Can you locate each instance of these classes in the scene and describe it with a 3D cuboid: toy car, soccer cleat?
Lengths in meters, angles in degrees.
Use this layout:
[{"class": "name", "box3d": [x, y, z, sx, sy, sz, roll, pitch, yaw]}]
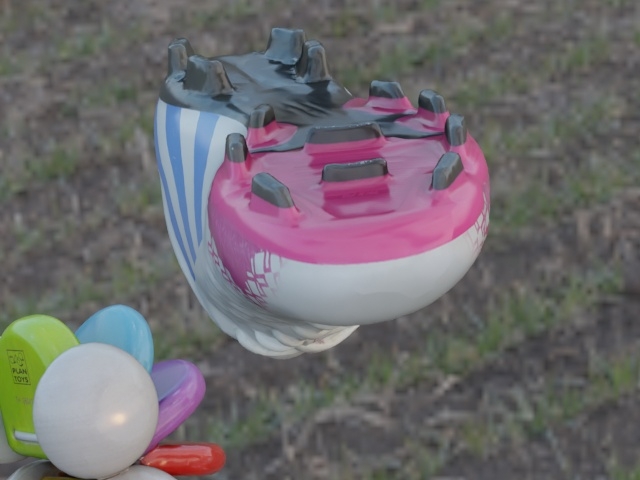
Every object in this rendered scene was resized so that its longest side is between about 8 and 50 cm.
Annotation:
[{"class": "toy car", "box3d": [-0.122, 0.119, 1.134, 0.136, 0.182, 0.159, -27, 15, -35]}, {"class": "soccer cleat", "box3d": [0.000, 0.000, 0.850, 0.116, 0.143, 0.331, -9, 18, -10]}]
